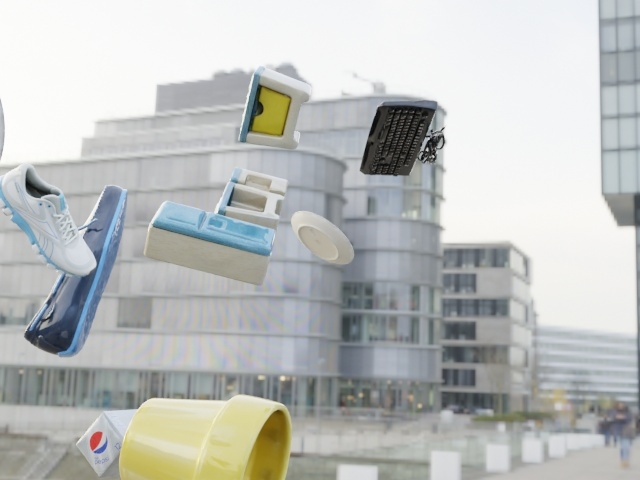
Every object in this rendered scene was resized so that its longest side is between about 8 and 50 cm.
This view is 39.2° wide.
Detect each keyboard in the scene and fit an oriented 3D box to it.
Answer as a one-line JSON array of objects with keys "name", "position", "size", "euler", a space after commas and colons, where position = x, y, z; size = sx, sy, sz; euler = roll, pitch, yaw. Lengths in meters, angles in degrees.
[{"name": "keyboard", "position": [0.108, -0.114, 1.113], "size": [0.100, 0.038, 0.192], "euler": [-4, -19, -5]}]

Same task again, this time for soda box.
[{"name": "soda box", "position": [-0.357, 0.409, 1.842], "size": [0.091, 0.098, 0.286], "euler": [45, 13, 25]}]

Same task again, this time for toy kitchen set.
[{"name": "toy kitchen set", "position": [-0.090, -0.082, 0.942], "size": [0.122, 0.166, 0.207], "euler": [14, 24, -3]}]

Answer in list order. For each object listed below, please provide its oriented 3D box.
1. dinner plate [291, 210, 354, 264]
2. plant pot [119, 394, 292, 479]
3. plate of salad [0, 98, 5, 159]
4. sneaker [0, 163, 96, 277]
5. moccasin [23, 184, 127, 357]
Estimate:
[{"name": "dinner plate", "position": [0.000, 0.000, 1.694], "size": [0.141, 0.017, 0.141], "euler": [28, -30, 18]}, {"name": "plant pot", "position": [-0.203, 0.379, 1.553], "size": [0.239, 0.253, 0.254], "euler": [11, -7, 16]}, {"name": "plate of salad", "position": [-0.477, -0.154, 1.134], "size": [0.200, 0.199, 0.048], "euler": [-3, 10, 28]}, {"name": "sneaker", "position": [-0.386, -0.029, 1.295], "size": [0.083, 0.190, 0.071], "euler": [-31, 16, 33]}, {"name": "moccasin", "position": [-0.453, 0.041, 1.670], "size": [0.117, 0.341, 0.137], "euler": [16, -25, -1]}]
